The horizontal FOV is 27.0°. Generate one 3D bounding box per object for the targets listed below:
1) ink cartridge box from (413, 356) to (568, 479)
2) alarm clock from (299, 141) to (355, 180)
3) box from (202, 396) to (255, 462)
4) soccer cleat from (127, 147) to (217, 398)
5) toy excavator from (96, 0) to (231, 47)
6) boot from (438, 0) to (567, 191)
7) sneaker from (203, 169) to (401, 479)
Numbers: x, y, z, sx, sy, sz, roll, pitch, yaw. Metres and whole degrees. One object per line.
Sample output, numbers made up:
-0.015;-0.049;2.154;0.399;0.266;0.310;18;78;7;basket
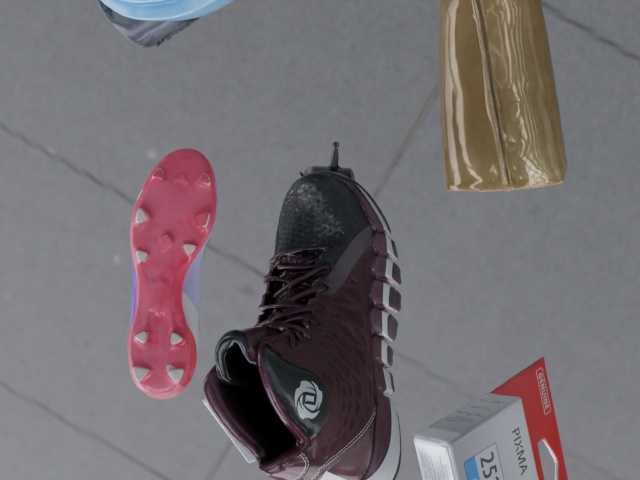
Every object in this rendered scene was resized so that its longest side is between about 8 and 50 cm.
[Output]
0.249;0.327;1.649;0.066;0.261;0.296;1;110;48;ink cartridge box
0.000;0.000;1.433;0.064;0.129;0.192;1;132;-3;alarm clock
-0.047;0.158;1.392;0.102;0.101;0.087;-31;99;25;box
-0.148;0.034;1.325;0.083;0.248;0.095;5;173;-1;soccer cleat
-0.209;-0.373;1.006;0.222;0.445;0.432;-28;89;19;toy excavator
0.202;-0.184;1.234;0.236;0.089;0.269;2;103;47;boot
-0.019;0.056;1.013;0.106;0.281;0.162;-24;151;32;sneaker
